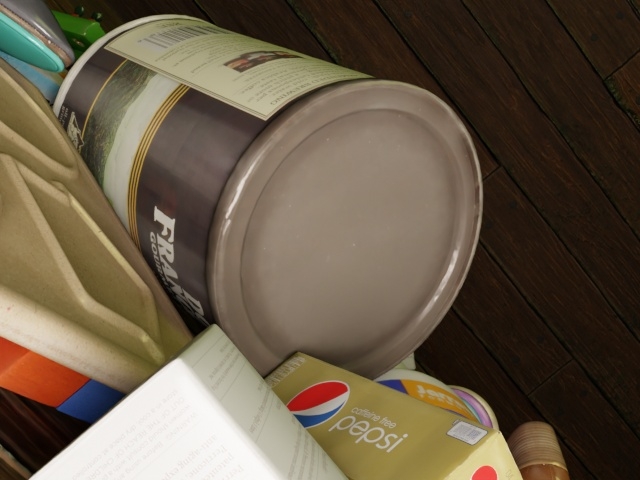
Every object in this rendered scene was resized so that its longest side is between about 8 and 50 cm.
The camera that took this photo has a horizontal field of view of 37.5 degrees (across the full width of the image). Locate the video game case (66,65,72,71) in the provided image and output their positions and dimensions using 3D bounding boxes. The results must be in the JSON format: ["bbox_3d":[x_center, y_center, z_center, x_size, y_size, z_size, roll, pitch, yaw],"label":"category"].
[{"bbox_3d":[-0.347,-0.243,0.982,0.300,0.036,0.329,49,4,-16],"label":"video game case"}]

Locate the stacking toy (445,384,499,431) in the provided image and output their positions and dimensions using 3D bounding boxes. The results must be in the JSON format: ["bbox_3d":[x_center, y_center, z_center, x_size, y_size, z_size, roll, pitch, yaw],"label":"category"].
[{"bbox_3d":[0.134,0.248,1.185,0.141,0.141,0.330,51,8,20],"label":"stacking toy"}]

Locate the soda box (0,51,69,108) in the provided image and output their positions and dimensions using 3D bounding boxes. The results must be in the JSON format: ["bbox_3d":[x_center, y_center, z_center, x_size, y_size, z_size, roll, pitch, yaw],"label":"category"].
[{"bbox_3d":[-0.248,-0.126,0.755,0.058,0.063,0.183,52,4,16],"label":"soda box"}]

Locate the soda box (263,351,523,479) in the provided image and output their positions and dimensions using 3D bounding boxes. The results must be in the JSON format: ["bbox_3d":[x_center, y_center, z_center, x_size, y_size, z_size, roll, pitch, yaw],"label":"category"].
[{"bbox_3d":[0.024,0.114,0.489,0.181,0.058,0.061,11,-47,59],"label":"soda box"}]

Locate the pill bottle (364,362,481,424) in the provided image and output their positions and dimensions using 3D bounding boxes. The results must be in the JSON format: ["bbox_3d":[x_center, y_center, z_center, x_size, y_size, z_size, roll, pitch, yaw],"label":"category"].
[{"bbox_3d":[0.053,0.176,0.608,0.152,0.152,0.272,48,4,-25],"label":"pill bottle"}]

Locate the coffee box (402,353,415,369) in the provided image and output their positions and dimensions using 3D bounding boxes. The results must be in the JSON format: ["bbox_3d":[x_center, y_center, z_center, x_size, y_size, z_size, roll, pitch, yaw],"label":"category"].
[{"bbox_3d":[0.000,0.000,0.863,0.098,0.141,0.247,8,78,-63],"label":"coffee box"}]

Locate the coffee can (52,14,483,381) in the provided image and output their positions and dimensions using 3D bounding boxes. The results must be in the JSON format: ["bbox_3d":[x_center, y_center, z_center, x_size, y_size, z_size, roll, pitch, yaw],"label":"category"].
[{"bbox_3d":[-0.051,-0.041,0.674,0.275,0.201,0.201,30,-13,50],"label":"coffee can"}]

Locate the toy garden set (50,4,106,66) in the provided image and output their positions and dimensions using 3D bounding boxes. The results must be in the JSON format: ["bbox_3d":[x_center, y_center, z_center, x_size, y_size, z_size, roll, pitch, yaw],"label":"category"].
[{"bbox_3d":[-0.177,-0.173,1.030,0.203,0.049,0.244,21,-14,32],"label":"toy garden set"}]

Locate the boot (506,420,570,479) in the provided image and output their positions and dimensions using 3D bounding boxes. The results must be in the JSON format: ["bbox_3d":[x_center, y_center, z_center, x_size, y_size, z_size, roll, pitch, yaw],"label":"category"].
[{"bbox_3d":[0.278,0.411,1.268,0.109,0.283,0.220,10,42,-6],"label":"boot"}]

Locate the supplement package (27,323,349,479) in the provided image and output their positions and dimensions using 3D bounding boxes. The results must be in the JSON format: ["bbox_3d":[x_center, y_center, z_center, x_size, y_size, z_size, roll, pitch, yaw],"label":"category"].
[{"bbox_3d":[-0.028,0.137,0.363,0.179,0.105,0.105,49,1,0],"label":"supplement package"}]

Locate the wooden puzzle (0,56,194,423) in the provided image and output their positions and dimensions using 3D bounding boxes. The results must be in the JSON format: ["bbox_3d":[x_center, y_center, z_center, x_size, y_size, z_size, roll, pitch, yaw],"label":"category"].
[{"bbox_3d":[-0.196,-0.043,0.473,0.322,0.080,0.348,52,-1,34],"label":"wooden puzzle"}]

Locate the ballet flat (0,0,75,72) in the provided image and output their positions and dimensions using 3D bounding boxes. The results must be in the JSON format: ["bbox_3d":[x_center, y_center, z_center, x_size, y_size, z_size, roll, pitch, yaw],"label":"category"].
[{"bbox_3d":[-0.247,-0.182,0.636,0.203,0.074,0.074,23,0,7],"label":"ballet flat"}]
